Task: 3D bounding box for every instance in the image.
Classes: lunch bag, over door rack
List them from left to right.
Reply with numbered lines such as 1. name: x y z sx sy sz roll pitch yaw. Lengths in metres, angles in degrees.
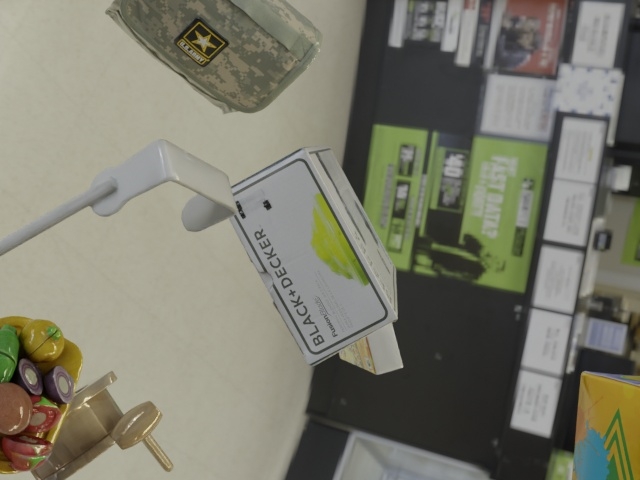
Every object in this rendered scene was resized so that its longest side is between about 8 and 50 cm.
1. over door rack: -0.167 0.111 0.370 0.108 0.324 0.239 52 18 -65
2. lunch bag: -0.144 -0.295 1.237 0.235 0.287 0.169 38 83 -19

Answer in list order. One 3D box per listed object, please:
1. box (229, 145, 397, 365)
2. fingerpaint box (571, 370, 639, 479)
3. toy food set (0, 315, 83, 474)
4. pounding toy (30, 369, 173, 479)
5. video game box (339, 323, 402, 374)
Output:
1. box: 0.000 0.000 0.898 0.169 0.087 0.290 62 7 -2
2. fingerpaint box: 0.475 0.331 0.904 0.163 0.445 0.371 -179 -85 -76
3. toy food set: -0.302 0.162 0.938 0.128 0.071 0.217 42 39 -28
4. pounding toy: -0.290 0.267 1.155 0.154 0.269 0.154 -34 92 -27
5. video game box: 0.045 0.077 1.313 0.187 0.048 0.205 179 -104 -78
